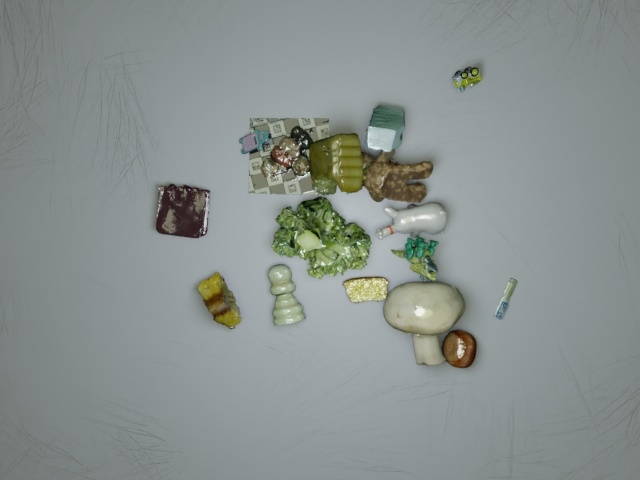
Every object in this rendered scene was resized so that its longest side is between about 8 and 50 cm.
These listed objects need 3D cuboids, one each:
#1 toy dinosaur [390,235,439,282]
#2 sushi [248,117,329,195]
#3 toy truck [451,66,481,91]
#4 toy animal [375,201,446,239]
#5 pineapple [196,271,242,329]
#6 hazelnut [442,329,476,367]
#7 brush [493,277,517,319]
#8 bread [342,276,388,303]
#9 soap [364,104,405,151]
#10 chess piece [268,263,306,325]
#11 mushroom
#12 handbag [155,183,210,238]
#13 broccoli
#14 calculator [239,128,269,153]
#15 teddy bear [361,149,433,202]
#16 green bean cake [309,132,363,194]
[{"bbox_3d":[0.366,0.052,1.835,0.094,0.259,0.153,-5,114,-34],"label":"toy dinosaur"},{"bbox_3d":[-0.129,-0.345,1.906,0.340,0.069,0.319,2,94,3],"label":"sushi"},{"bbox_3d":[0.576,-0.635,1.857,0.111,0.076,0.076,-21,113,5],"label":"toy truck"},{"bbox_3d":[0.356,-0.080,1.876,0.283,0.138,0.140,-9,86,10],"label":"toy animal"},{"bbox_3d":[-0.402,0.250,1.901,0.115,0.186,0.236,-36,85,3],"label":"pineapple"},{"bbox_3d":[0.569,0.441,1.898,0.150,0.150,0.150,0,94,3],"label":"hazelnut"},{"bbox_3d":[0.759,0.240,1.927,0.033,0.030,0.178,23,95,11],"label":"brush"},{"bbox_3d":[0.186,0.200,1.933,0.188,0.065,0.103,-8,95,2],"label":"bread"},{"bbox_3d":[0.248,-0.430,1.801,0.145,0.230,0.091,8,128,2],"label":"soap"},{"bbox_3d":[-0.149,0.217,1.929,0.133,0.133,0.243,-13,86,3],"label":"chess piece"},{"bbox_3d":[0.408,0.323,1.821,0.315,0.314,0.335,-9,93,3],"label":"mushroom"},{"bbox_3d":[-0.565,-0.122,1.941,0.203,0.074,0.216,5,92,2],"label":"handbag"},{"bbox_3d":[-0.007,-0.005,1.835,0.277,0.318,0.338,-50,51,17],"label":"broccoli"},{"bbox_3d":[-0.268,-0.403,1.908,0.141,0.019,0.094,-18,78,22],"label":"calculator"},{"bbox_3d":[0.261,-0.259,1.860,0.296,0.222,0.246,-7,129,-19],"label":"teddy bear"},{"bbox_3d":[0.053,-0.287,1.808,0.124,0.236,0.232,-6,95,-28],"label":"green bean cake"}]
